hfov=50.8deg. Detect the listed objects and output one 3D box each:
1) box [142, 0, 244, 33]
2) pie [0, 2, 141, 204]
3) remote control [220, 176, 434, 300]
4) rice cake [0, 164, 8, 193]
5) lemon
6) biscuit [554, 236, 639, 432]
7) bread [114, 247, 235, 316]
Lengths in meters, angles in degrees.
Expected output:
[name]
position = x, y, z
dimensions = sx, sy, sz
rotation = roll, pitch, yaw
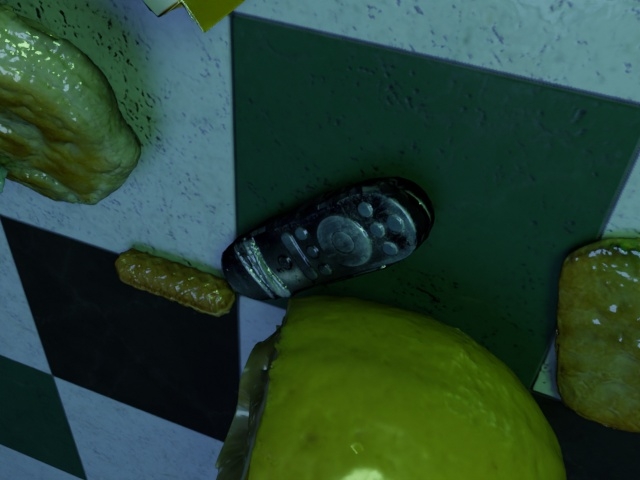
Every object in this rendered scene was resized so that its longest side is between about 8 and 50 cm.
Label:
[box]
position = -0.135, -0.266, 0.464
dimensions = 0.033, 0.129, 0.247
rotation = -19, 117, 38
[pie]
position = -0.333, -0.136, 0.641
dimensions = 0.338, 0.075, 0.337
rotation = 14, 159, 6
[remote control]
position = 0.000, 0.000, 0.680
dimensions = 0.266, 0.066, 0.090
rotation = -20, 103, 42
[rice cake]
position = -0.370, -0.104, 0.601
dimensions = 0.043, 0.034, 0.211
rotation = -1, 153, 22
[lemon]
position = 0.069, 0.239, 0.659
dimensions = 0.364, 0.364, 0.364
rotation = 14, 132, 16
[biscuit]
position = 0.284, 0.096, 0.635
dimensions = 0.118, 0.029, 0.247
rotation = 10, 132, 28
[bread]
position = -0.176, 0.050, 0.814
dimensions = 0.157, 0.044, 0.052
rotation = 18, 139, 14
